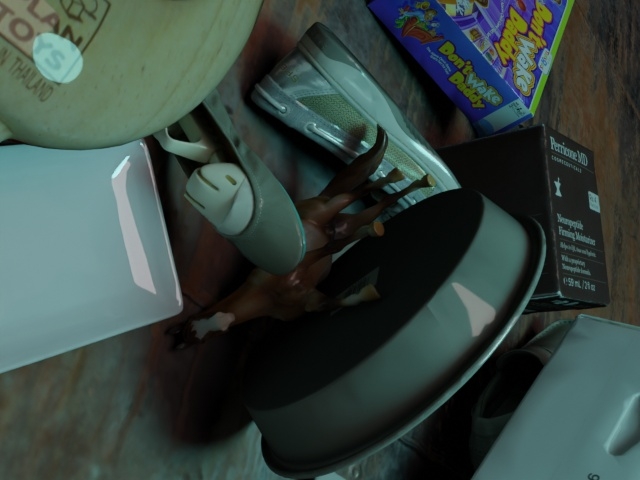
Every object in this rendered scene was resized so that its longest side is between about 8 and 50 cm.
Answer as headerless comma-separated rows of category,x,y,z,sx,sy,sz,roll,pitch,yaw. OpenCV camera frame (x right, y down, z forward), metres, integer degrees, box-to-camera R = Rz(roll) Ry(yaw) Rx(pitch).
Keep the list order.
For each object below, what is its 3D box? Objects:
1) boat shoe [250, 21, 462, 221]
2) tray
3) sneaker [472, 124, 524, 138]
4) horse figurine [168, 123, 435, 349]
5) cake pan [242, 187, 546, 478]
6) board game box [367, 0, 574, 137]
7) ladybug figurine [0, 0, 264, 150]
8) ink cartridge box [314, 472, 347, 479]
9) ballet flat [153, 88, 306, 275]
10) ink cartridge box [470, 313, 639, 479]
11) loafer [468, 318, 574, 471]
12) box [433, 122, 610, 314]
boat shoe,0.057,-0.089,0.880,0.320,0.103,0.118,42,11,-43
tray,-0.210,0.010,0.556,0.270,0.030,0.145,-16,95,-53
sneaker,0.259,-0.154,1.165,0.067,0.078,0.188,-21,96,-52
horse figurine,0.000,0.000,0.729,0.066,0.174,0.263,54,37,-20
cake pan,0.046,0.061,0.679,0.054,0.293,0.293,48,45,-13
board game box,0.220,-0.331,1.113,0.233,0.078,0.347,44,47,-18
ladybug figurine,-0.169,-0.246,0.559,0.305,0.162,0.449,43,50,-39
ink cartridge box,0.048,0.413,0.656,0.308,0.091,0.385,35,35,-3
ballet flat,-0.088,-0.058,0.655,0.068,0.072,0.213,-3,55,-48
ink cartridge box,0.338,0.329,0.978,0.285,0.166,0.395,-46,133,-34
loafer,0.285,0.185,1.094,0.319,0.112,0.111,-42,123,-48
box,0.242,-0.014,1.038,0.168,0.167,0.203,11,73,-51
